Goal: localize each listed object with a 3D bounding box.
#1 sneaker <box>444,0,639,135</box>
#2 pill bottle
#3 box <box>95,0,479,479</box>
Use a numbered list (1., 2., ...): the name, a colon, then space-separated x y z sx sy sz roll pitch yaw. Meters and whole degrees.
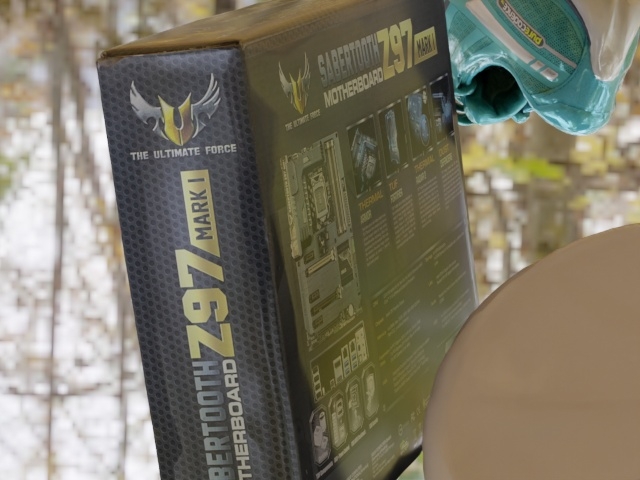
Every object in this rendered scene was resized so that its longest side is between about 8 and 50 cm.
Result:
1. sneaker: 0.082 -0.117 1.023 0.107 0.110 0.275 6 -172 -22
2. pill bottle: 0.144 0.145 0.709 0.169 0.169 0.301 5 142 21
3. box: 0.000 0.000 0.727 0.059 0.183 0.233 -3 -167 20
